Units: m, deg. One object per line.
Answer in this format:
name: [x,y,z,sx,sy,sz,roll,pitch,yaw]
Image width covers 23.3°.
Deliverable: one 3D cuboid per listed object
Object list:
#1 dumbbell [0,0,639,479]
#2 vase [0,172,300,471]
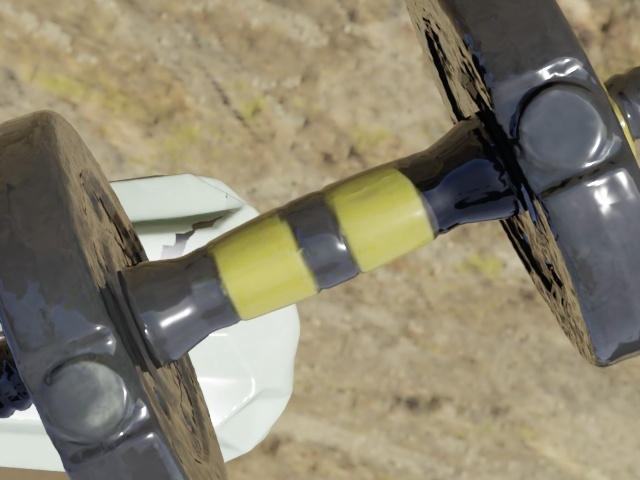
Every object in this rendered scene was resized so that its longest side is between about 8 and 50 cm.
dumbbell: [0.000,0.000,0.473,0.325,0.143,0.143,-24,152,1]
vase: [-0.196,0.043,0.759,0.360,0.165,0.165,1,167,-25]
